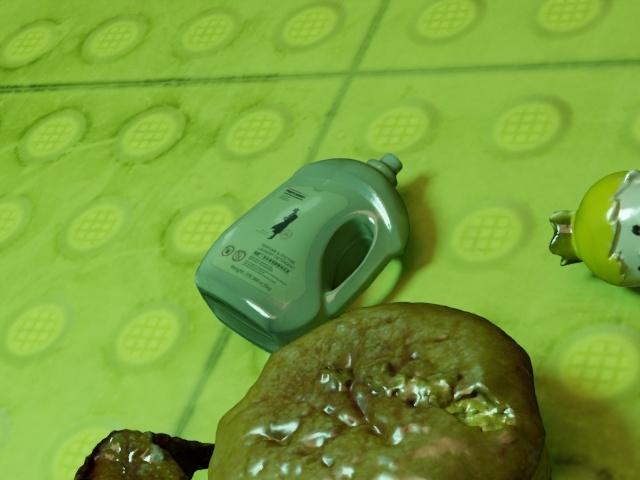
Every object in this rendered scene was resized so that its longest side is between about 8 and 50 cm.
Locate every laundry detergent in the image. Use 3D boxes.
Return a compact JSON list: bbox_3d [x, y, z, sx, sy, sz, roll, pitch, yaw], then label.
[{"bbox_3d":[0.000,0.000,1.526,0.253,0.091,0.181,-45,45,-19],"label":"laundry detergent"}]

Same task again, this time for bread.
[{"bbox_3d":[0.059,0.194,1.232,0.312,0.172,0.312,-17,39,15],"label":"bread"}]

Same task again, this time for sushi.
[{"bbox_3d":[-0.179,0.298,1.291,0.167,0.179,0.296,2,50,8],"label":"sushi"}]

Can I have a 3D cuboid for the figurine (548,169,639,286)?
[{"bbox_3d":[0.331,0.005,1.329,0.234,0.127,0.185,-9,52,7],"label":"figurine"}]
